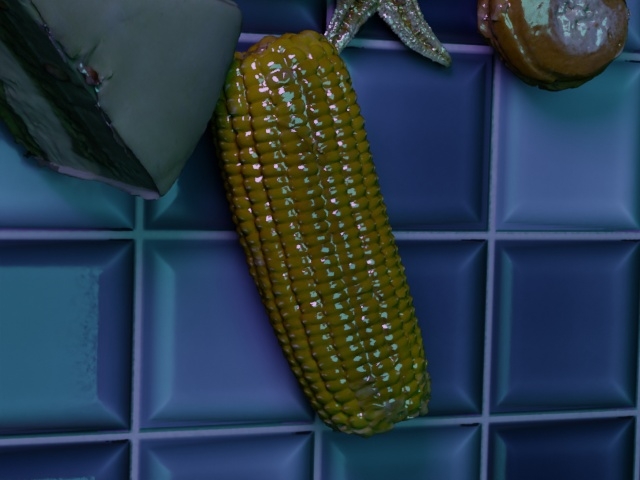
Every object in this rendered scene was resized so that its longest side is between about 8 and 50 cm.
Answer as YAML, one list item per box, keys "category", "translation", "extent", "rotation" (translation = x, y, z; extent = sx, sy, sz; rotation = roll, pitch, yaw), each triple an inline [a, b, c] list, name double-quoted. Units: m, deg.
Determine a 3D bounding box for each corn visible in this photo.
- category: "corn"
  translation: [0.000, 0.000, 1.497]
  extent: [0.131, 0.131, 0.345]
  rotation: [-22, 103, -22]

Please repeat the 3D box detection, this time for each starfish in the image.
- category: "starfish"
  translation: [0.065, -0.213, 1.554]
  extent: [0.208, 0.053, 0.176]
  rotation: [-37, 114, -12]

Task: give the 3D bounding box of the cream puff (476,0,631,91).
- category: "cream puff"
  translation: [0.199, -0.198, 1.589]
  extent: [0.144, 0.103, 0.126]
  rotation: [36, 84, -22]

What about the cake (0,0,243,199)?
- category: "cake"
  translation: [-0.185, -0.191, 1.330]
  extent: [0.172, 0.158, 0.284]
  rotation: [-58, 143, -22]
